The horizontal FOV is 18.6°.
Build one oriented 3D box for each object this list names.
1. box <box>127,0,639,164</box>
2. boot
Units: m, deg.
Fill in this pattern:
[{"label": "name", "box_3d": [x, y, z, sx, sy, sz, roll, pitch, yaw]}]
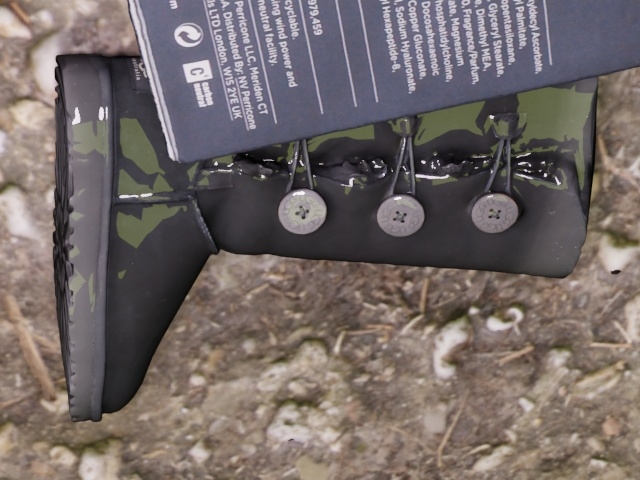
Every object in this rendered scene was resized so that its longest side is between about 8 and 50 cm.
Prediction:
[{"label": "box", "box_3d": [0.055, -0.255, 1.367, 0.395, 0.293, 0.212, -12, 129, 1]}, {"label": "boot", "box_3d": [0.000, -0.001, 1.669, 0.445, 0.146, 0.367, -3, 130, -13]}]
